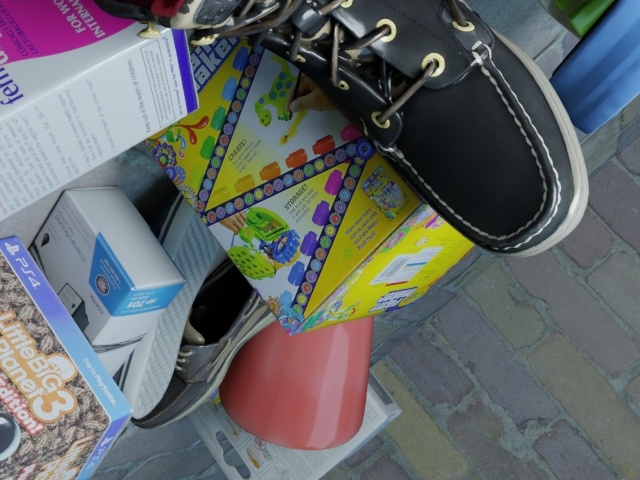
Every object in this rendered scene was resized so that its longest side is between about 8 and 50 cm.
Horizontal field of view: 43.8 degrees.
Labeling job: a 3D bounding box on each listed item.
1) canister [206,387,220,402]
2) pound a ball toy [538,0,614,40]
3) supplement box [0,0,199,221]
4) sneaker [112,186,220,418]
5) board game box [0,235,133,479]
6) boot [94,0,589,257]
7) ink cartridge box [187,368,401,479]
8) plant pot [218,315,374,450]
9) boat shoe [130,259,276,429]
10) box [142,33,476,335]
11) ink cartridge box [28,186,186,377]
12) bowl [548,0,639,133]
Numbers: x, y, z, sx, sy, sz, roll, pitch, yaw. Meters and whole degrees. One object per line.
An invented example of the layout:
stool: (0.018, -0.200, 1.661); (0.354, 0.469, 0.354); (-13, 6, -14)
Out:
canister: (-0.226, 0.261, 1.504); (0.126, 0.073, 0.170); (-47, 159, 20)
pound a ball toy: (0.389, -0.441, 1.001); (0.319, 0.136, 0.208); (-45, 136, 15)
supplement box: (-0.215, -0.110, 0.581); (0.220, 0.111, 0.114); (-34, 161, -16)
sneaker: (-0.216, 0.048, 0.965); (0.321, 0.127, 0.126); (-68, 163, 7)
board game box: (-0.365, 0.150, 0.712); (0.291, 0.232, 0.141); (-19, 153, -49)
boot: (0.005, -0.144, 0.538); (0.138, 0.377, 0.284); (-39, 159, 32)
ink cartridge box: (-0.067, 0.348, 1.639); (0.385, 0.308, 0.091); (-46, 160, 20)
plant pot: (-0.025, 0.185, 1.392); (0.275, 0.275, 0.243); (-16, 128, -51)
boat shoe: (-0.193, 0.143, 1.239); (0.355, 0.132, 0.130); (-49, 152, 1)
box: (0.013, -0.076, 0.837); (0.177, 0.279, 0.290); (-46, 160, 21)
ink cartridge box: (-0.252, 0.057, 0.858); (0.191, 0.140, 0.082); (-49, 158, 26)
bowl: (0.387, -0.285, 0.834); (0.391, 0.077, 0.391); (-49, 176, -5)
